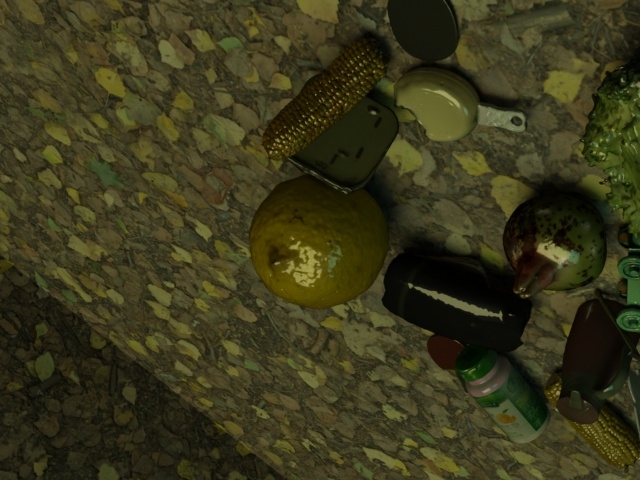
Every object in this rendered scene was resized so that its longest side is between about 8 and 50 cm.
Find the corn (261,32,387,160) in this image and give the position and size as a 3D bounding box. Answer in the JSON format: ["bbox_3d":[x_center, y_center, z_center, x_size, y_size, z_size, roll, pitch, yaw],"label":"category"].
[{"bbox_3d":[0.006,-0.272,1.734,0.102,0.313,0.102,48,-178,-3],"label":"corn"}]

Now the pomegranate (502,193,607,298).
[{"bbox_3d":[0.450,0.028,1.744,0.214,0.248,0.214,27,148,19],"label":"pomegranate"}]

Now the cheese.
[{"bbox_3d":[0.268,-0.266,1.696,0.248,0.071,0.163,-1,133,39],"label":"cheese"}]

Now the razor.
[{"bbox_3d":[0.311,0.150,2.038,0.348,0.113,0.204,20,148,18],"label":"razor"}]

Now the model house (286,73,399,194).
[{"bbox_3d":[0.037,-0.200,1.907,0.218,0.205,0.279,32,174,6],"label":"model house"}]

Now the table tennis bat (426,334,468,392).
[{"bbox_3d":[0.363,0.329,2.356,0.130,0.019,0.220,-3,129,40],"label":"table tennis bat"}]

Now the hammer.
[{"bbox_3d":[0.623,0.176,1.850,0.062,0.199,0.013,24,120,-34],"label":"hammer"}]

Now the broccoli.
[{"bbox_3d":[0.552,-0.123,1.390,0.274,0.397,0.353,-27,111,24],"label":"broccoli"}]

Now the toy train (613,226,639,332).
[{"bbox_3d":[0.680,0.081,1.756,0.177,0.116,0.286,2,134,19],"label":"toy train"}]

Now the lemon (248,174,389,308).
[{"bbox_3d":[-0.001,0.000,1.998,0.336,0.336,0.336,21,143,17],"label":"lemon"}]

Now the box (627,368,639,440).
[{"bbox_3d":[0.815,0.378,1.905,0.206,0.262,0.291,-17,112,33],"label":"box"}]

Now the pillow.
[{"bbox_3d":[0.296,0.081,2.101,0.232,0.043,0.126,5,138,35],"label":"pillow"}]

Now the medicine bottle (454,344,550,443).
[{"bbox_3d":[0.460,0.382,2.244,0.133,0.133,0.274,-19,118,48],"label":"medicine bottle"}]

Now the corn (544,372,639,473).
[{"bbox_3d":[0.674,0.442,2.176,0.305,0.106,0.106,45,143,-8],"label":"corn"}]

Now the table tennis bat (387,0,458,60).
[{"bbox_3d":[0.177,-0.434,1.618,0.138,0.022,0.247,7,137,33],"label":"table tennis bat"}]

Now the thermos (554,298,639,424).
[{"bbox_3d":[0.595,0.265,1.888,0.146,0.265,0.176,41,142,-9],"label":"thermos"}]
